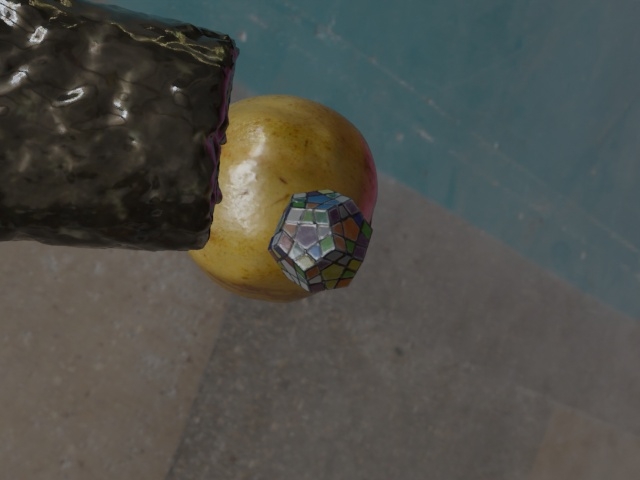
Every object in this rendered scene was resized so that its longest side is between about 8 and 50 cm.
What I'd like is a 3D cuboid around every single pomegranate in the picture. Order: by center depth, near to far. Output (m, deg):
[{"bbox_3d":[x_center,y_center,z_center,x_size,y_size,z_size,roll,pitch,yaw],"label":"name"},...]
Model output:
[{"bbox_3d":[-0.059,-0.053,1.337,0.264,0.264,0.265,-14,110,-42],"label":"pomegranate"}]

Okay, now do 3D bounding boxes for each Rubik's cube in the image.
[{"bbox_3d":[0.000,0.000,1.130,0.093,0.111,0.111,-39,126,-16],"label":"Rubik's cube"}]

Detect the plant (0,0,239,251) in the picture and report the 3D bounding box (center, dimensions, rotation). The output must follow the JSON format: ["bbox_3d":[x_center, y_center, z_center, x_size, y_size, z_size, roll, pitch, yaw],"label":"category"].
[{"bbox_3d":[-0.219,-0.086,0.724,0.320,0.194,0.182,10,91,-4],"label":"plant"}]
